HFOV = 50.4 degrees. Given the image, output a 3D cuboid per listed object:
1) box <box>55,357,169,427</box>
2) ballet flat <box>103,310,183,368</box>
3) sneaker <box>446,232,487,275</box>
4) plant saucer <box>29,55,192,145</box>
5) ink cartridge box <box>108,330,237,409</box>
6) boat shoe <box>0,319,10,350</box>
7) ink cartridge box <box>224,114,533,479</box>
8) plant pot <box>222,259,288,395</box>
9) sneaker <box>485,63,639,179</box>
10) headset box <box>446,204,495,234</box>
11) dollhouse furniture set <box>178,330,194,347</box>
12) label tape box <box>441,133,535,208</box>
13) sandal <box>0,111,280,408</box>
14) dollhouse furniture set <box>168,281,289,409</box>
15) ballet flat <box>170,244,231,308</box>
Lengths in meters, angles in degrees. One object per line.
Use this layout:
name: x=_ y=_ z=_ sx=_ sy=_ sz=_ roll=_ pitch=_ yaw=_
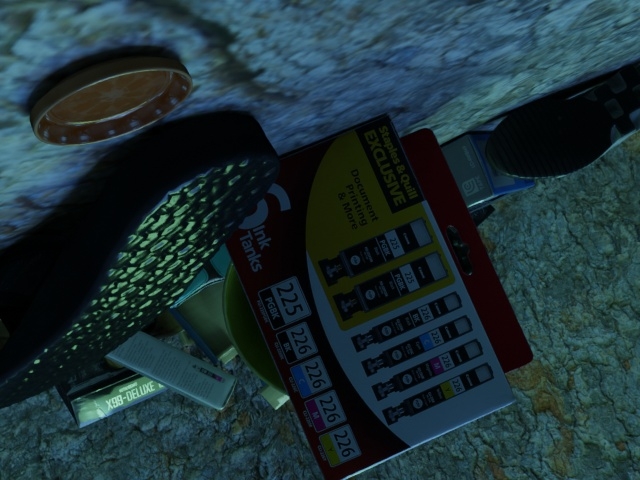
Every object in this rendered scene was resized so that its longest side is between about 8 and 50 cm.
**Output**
box: x=-0.513 y=0.311 z=1.647 sx=0.242 sy=0.076 sz=0.307 roll=-20 pitch=-158 yaw=-27
ballet flat: x=-0.409 y=0.190 z=1.458 sx=0.342 sy=0.116 sz=0.124 roll=-27 pitch=154 yaw=36
sneaker: x=0.187 y=0.036 z=1.181 sx=0.135 sy=0.098 sz=0.276 roll=-16 pitch=179 yaw=-42
plant saucer: x=-0.107 y=-0.073 z=0.350 sx=0.083 sy=0.013 sz=0.083 roll=-23 pitch=176 yaw=-2
ink cartridge box: x=-0.330 y=0.206 z=1.236 sx=0.071 sy=0.330 sz=0.324 roll=-63 pitch=-170 yaw=-17
boat shoe: x=-0.504 y=0.181 z=0.718 sx=0.342 sy=0.123 sz=0.123 roll=-27 pitch=178 yaw=-41
ink cartridge box: x=0.065 y=0.045 z=0.716 sx=0.272 sy=0.309 sz=0.130 roll=-23 pitch=176 yaw=-5
plant pot: x=0.025 y=0.040 z=0.970 sx=0.275 sy=0.275 sz=0.293 roll=-24 pitch=-166 yaw=11
sneaker: x=0.389 y=-0.164 z=1.069 sx=0.330 sy=0.122 sz=0.146 roll=-21 pitch=173 yaw=-16
headset box: x=0.223 y=-0.014 z=1.497 sx=0.283 sy=0.131 sz=0.246 roll=-43 pitch=178 yaw=-7
dollhouse furniture set: x=-0.271 y=0.169 z=1.653 sx=0.129 sy=0.129 sz=0.183 roll=-23 pitch=176 yaw=5
label tape box: x=0.172 y=-0.067 z=1.204 sx=0.347 sy=0.115 sz=0.249 roll=-28 pitch=174 yaw=31
sandal: x=-0.199 y=0.023 z=0.604 sx=0.446 sy=0.107 sz=0.167 roll=-41 pitch=165 yaw=33
dollhouse furniture set: x=-0.105 y=0.107 z=1.295 sx=0.286 sy=0.303 sz=0.198 roll=-40 pitch=-165 yaw=-5
ballet flat: x=-0.170 y=0.035 z=1.037 sx=0.203 sy=0.074 sz=0.074 roll=-29 pitch=176 yaw=-6
